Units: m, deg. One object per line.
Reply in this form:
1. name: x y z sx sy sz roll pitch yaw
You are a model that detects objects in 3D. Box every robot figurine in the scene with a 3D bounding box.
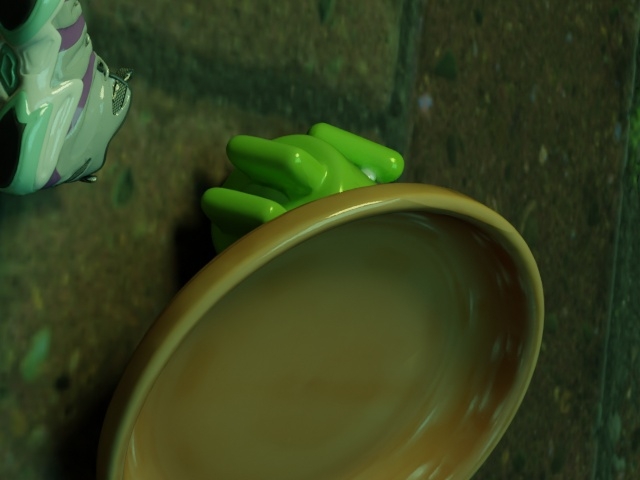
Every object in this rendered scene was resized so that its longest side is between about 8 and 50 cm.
1. robot figurine: 0.000 0.000 0.663 0.115 0.067 0.101 39 69 -47

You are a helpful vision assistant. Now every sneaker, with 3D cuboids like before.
1. sneaker: -0.090 -0.067 0.567 0.069 0.038 0.098 -7 109 -54

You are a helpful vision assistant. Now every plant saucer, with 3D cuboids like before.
1. plant saucer: -0.001 0.059 0.631 0.200 0.037 0.200 -21 133 -24
